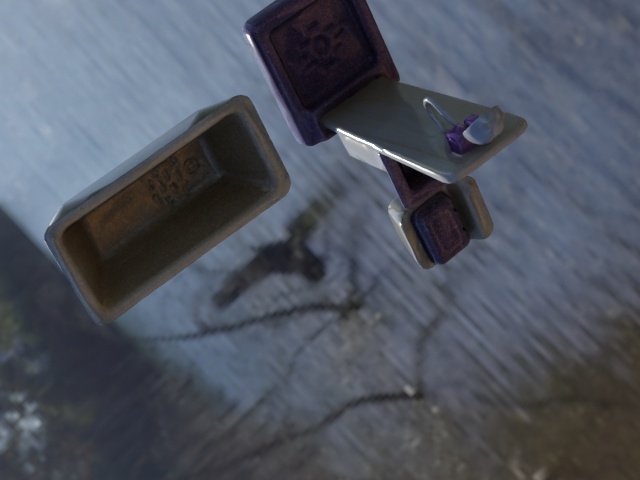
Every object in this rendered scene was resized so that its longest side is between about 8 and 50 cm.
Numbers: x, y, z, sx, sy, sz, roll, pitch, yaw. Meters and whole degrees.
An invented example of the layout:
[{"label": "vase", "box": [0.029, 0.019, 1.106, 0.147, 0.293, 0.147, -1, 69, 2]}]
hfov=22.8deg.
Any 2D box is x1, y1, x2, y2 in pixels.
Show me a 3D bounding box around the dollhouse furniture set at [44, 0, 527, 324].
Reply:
[{"label": "dollhouse furniture set", "box": [0.000, 0.000, 0.407, 0.081, 0.114, 0.091, 28, 150, 55]}]
